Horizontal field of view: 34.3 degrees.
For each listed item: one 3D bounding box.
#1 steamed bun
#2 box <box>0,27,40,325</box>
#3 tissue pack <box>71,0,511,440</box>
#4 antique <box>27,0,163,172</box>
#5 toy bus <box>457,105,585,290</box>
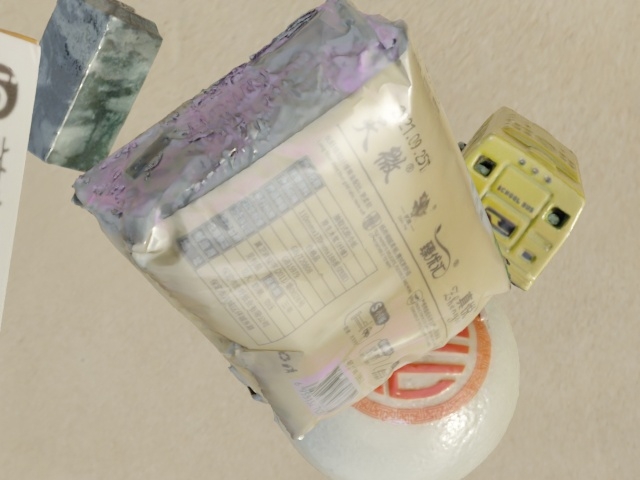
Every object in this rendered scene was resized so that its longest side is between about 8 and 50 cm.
[{"bbox_3d":[0.083,0.131,1.127,0.283,0.283,0.177,22,155,6],"label":"steamed bun"},{"bbox_3d":[-0.243,0.014,0.425,0.274,0.091,0.220,9,90,37],"label":"box"},{"bbox_3d":[0.000,0.000,0.675,0.215,0.123,0.256,-36,140,-3],"label":"tissue pack"},{"bbox_3d":[-0.253,-0.173,1.112,0.088,0.086,0.183,33,100,31],"label":"antique"},{"bbox_3d":[0.177,-0.053,0.988,0.121,0.335,0.123,34,107,3],"label":"toy bus"}]
